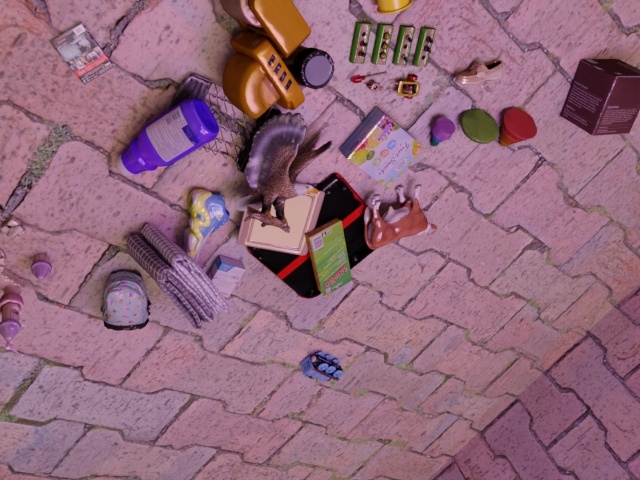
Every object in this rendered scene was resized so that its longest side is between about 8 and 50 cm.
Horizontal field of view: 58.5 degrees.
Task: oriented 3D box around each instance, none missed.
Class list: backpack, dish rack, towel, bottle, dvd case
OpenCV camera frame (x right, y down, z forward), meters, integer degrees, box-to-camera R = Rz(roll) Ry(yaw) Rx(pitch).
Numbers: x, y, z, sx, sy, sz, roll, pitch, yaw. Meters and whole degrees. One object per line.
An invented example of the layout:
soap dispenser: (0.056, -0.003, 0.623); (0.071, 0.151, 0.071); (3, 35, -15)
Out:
backpack: (-0.585, 0.184, 1.725); (0.152, 0.115, 0.181); (-2, 123, -20)
dish rack: (-0.265, -0.312, 1.522); (0.272, 0.074, 0.208); (16, 116, -32)
towel: (-0.417, 0.109, 1.655); (0.121, 0.235, 0.283); (-44, 135, -16)
bottle: (-0.395, -0.250, 1.453); (0.283, 0.092, 0.118); (-26, 98, 22)
dvd case: (-0.555, -0.436, 1.337); (0.087, 0.013, 0.119); (-32, 132, 1)

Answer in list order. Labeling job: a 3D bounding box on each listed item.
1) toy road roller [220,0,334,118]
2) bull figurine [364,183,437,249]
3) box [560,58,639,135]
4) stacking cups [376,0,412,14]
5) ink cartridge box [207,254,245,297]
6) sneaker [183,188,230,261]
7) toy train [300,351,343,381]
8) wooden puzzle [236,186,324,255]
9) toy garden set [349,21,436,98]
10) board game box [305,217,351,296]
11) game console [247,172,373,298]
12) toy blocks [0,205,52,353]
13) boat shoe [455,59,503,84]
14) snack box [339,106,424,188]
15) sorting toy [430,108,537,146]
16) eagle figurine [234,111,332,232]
toy road roller: (-0.148, -0.446, 1.360); (0.240, 0.202, 0.329); (-44, 131, -5)
bull figurine: (0.266, -0.078, 1.891); (0.311, 0.101, 0.188); (-24, 113, -34)
box: (0.938, -0.472, 1.884); (0.167, 0.168, 0.203); (-6, 127, -19)
stacking cups: (0.154, -0.726, 1.395); (0.096, 0.096, 0.316); (-23, 128, -7)
ink cartridge box: (-0.311, 0.117, 1.839); (0.089, 0.052, 0.122); (20, 114, -34)
sneaker: (-0.332, -0.037, 1.688); (0.126, 0.091, 0.240); (-1, 124, -25)
toy train: (0.009, 0.508, 2.267); (0.105, 0.080, 0.184); (-38, 134, 18)
wooden puzzle: (-0.124, -0.072, 1.760); (0.239, 0.044, 0.220); (9, 111, -21)
toy garden set: (0.201, -0.497, 1.609); (0.245, 0.049, 0.203); (-5, 126, -21)
board game box: (0.031, 0.061, 1.867); (0.124, 0.039, 0.259); (-29, 128, -21)
game console: (0.000, 0.000, 1.899); (0.387, 0.060, 0.342); (-40, 125, 7)
toy blocks: (-0.865, 0.121, 1.453); (0.309, 0.260, 0.288); (-36, 131, 5)
boat shoe: (0.479, -0.511, 1.722); (0.170, 0.063, 0.059); (-18, 128, -24)
snack box: (0.191, -0.280, 1.755); (0.207, 0.070, 0.174); (28, 109, -39)
sorting toy: (0.515, -0.341, 1.859); (0.366, 0.127, 0.126); (-6, 156, -17)
eagle figurine: (-0.099, -0.179, 1.586); (0.225, 0.226, 0.298); (14, 83, -13)
